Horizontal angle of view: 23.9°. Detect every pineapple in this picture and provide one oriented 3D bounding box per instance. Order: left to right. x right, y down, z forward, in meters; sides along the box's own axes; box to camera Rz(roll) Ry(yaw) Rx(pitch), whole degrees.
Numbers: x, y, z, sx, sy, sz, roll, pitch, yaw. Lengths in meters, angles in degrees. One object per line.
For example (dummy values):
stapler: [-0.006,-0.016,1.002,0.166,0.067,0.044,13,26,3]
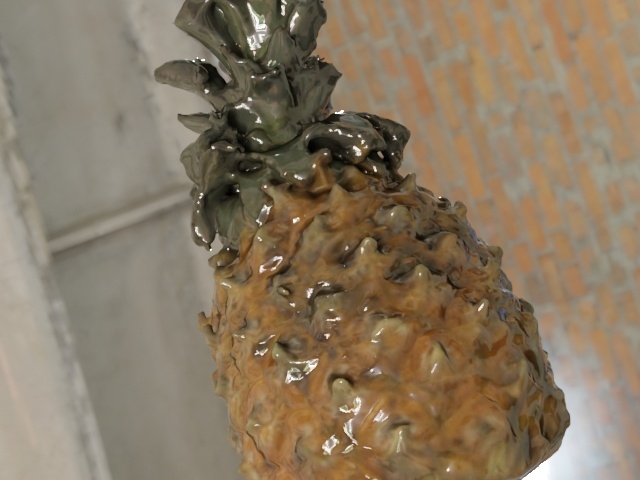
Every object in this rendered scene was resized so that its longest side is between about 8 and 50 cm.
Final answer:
pineapple: [0.000,0.000,0.473,0.108,0.108,0.197,9,-126,-59]
